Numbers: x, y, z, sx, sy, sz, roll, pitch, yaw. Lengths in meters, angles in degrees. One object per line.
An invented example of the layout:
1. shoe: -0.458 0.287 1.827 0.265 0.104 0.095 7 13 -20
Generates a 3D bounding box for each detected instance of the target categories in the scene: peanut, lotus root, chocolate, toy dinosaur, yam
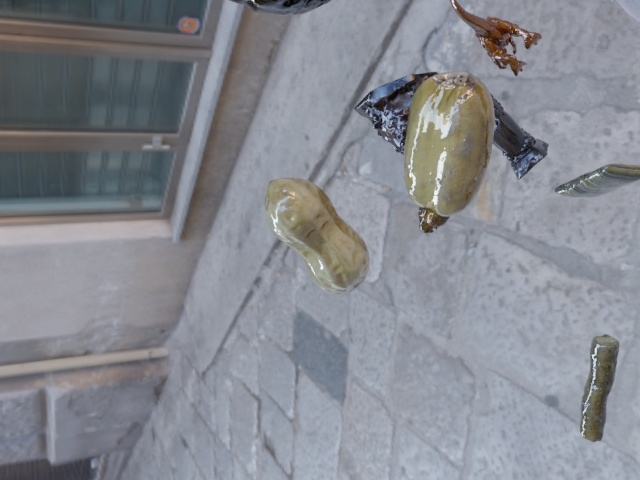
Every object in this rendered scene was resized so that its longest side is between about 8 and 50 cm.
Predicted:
1. peanut: 0.000 0.000 1.029 0.274 0.111 0.125 48 -179 -40
2. lotus root: 0.246 -0.163 1.247 0.169 0.151 0.343 27 134 32
3. chocolate: 0.224 -0.272 1.512 0.206 0.224 0.177 -35 71 63
4. toy dinosaur: 0.443 -0.521 1.604 0.208 0.432 0.097 44 101 30
5. yam: 0.598 0.322 1.376 0.061 0.061 0.253 -140 43 -57

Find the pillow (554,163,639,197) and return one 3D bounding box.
1. pillow: 0.592 -0.123 1.336 0.203 0.113 0.038 131 140 -78

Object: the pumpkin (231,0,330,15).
1. pumpkin: -0.047 -0.441 0.848 0.248 0.247 0.248 176 90 -65

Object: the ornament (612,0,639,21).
1. ornament: 0.602 -0.543 1.101 0.239 0.239 0.240 -42 45 20

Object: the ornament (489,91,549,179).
1. ornament: 0.513 -0.312 1.764 0.106 0.251 0.260 -40 88 24
